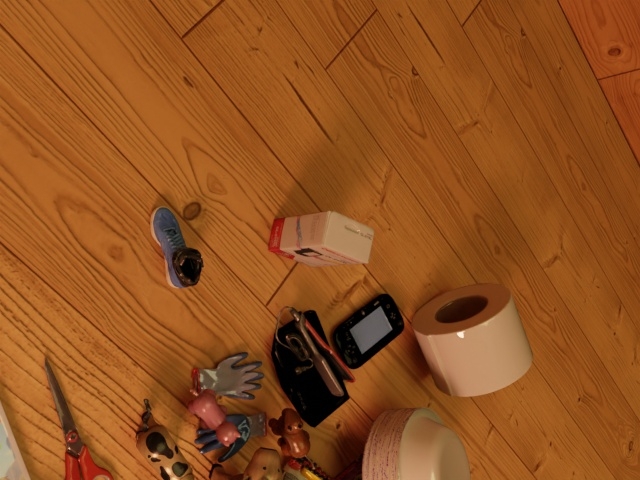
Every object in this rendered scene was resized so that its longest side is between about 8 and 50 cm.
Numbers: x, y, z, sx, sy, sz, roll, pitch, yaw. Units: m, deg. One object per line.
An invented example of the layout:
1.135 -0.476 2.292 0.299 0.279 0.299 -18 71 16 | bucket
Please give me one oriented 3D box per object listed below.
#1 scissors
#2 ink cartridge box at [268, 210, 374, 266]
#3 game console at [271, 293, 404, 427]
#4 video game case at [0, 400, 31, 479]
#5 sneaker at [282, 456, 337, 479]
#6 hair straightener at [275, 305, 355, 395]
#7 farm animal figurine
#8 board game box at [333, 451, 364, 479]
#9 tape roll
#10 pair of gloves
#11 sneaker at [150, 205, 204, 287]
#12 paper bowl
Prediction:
-0.389 0.330 1.059 0.109 0.021 0.296 -3 87 -38 | scissors
0.000 0.000 1.308 0.128 0.175 0.072 22 72 -37 | ink cartridge box
0.050 0.221 1.419 0.361 0.044 0.213 -32 107 -38 | game console
-0.518 0.396 0.939 0.204 0.025 0.285 -24 101 -39 | video game case
0.007 0.525 1.316 0.225 0.088 0.092 39 89 -6 | sneaker
-0.019 0.227 1.304 0.089 0.047 0.230 -46 114 -32 | hair straightener
-0.149 0.425 1.122 0.331 0.172 0.326 1 94 -26 | farm animal figurine
0.154 0.636 1.472 0.208 0.056 0.346 -29 105 -42 | board game box
0.357 0.230 1.545 0.246 0.246 0.169 -35 108 -37 | tape roll
-0.170 0.315 1.240 0.159 0.023 0.198 0 85 -38 | pair of gloves
-0.250 0.010 1.156 0.058 0.085 0.152 -15 96 -40 | sneaker
0.217 0.497 1.380 0.284 0.148 0.284 25 59 -50 | paper bowl
